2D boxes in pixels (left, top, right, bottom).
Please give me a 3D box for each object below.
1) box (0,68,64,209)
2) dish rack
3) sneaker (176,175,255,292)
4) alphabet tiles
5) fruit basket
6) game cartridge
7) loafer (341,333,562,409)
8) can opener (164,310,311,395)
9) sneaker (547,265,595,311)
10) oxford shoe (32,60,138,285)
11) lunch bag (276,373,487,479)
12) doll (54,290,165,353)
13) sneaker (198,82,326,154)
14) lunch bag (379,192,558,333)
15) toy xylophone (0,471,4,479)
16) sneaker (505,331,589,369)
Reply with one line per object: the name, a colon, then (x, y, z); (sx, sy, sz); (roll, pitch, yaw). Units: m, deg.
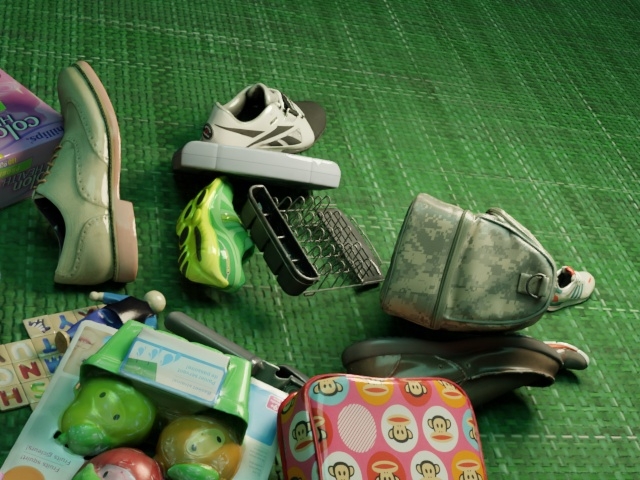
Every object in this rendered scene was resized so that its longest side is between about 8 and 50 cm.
box: (-0.587, -0.179, 1.682); (0.243, 0.117, 0.214); (37, 42, 21)
dish rack: (0.000, 0.000, 1.692); (0.272, 0.074, 0.208); (-4, 54, -44)
sneaker: (-0.180, -0.005, 1.675); (0.123, 0.109, 0.295); (37, 26, -25)
alphabet tiles: (-0.373, 0.180, 1.426); (0.237, 0.009, 0.198); (-10, 47, -32)
fruit basket: (-0.228, 0.279, 1.246); (0.327, 0.165, 0.353); (20, 42, 1)
game cartridge: (-0.120, -0.137, 1.790); (0.294, 0.060, 0.196); (7, 3, -15)
loafer: (0.213, 0.228, 1.541); (0.366, 0.134, 0.130); (0, 70, -12)
can opener: (-0.117, 0.201, 1.477); (0.283, 0.076, 0.095); (29, 7, 13)
sneaker: (0.482, 0.081, 1.843); (0.161, 0.075, 0.057); (-16, 50, -36)
oxford shoe: (-0.402, -0.116, 1.578); (0.147, 0.140, 0.396); (-8, 70, -21)
lunch bag: (0.093, 0.318, 1.310); (0.293, 0.120, 0.258); (9, 57, -30)
doll: (-0.314, 0.122, 1.477); (0.129, 0.046, 0.189); (35, 41, 25)
sneaker: (-0.097, -0.254, 1.956); (0.122, 0.146, 0.331); (39, 41, 25)
lunch bag: (0.256, 0.059, 1.576); (0.256, 0.212, 0.305); (18, -4, 12)
toy xylophone: (-0.534, 0.314, 1.086); (0.323, 0.081, 0.236); (8, 57, -16)
sneaker: (0.388, 0.212, 1.676); (0.158, 0.061, 0.064); (13, 56, 2)
